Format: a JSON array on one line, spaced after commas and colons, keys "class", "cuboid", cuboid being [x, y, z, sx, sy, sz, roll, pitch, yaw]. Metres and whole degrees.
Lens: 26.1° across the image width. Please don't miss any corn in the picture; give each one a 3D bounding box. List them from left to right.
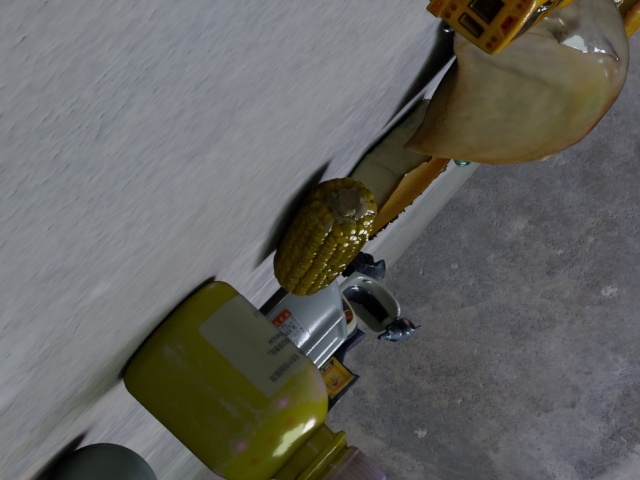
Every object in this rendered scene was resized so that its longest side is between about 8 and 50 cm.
[{"class": "corn", "cuboid": [0.000, 0.000, 1.242, 0.068, 0.068, 0.207, -45, 177, -24]}]

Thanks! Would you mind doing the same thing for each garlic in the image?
[{"class": "garlic", "cuboid": [0.175, -0.155, 1.172, 0.196, 0.151, 0.338, -34, 172, -8]}]

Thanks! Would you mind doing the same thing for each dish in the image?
[{"class": "dish", "cuboid": [-0.042, 0.134, 1.697, 0.212, 0.077, 0.151, -46, 162, -16]}]

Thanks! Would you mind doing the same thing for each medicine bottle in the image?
[{"class": "medicine bottle", "cuboid": [-0.046, 0.143, 1.119, 0.122, 0.212, 0.122, -47, 175, -5]}]

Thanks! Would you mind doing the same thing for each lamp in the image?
[{"class": "lamp", "cuboid": [-0.189, 0.228, 1.201, 0.105, 0.105, 0.105, -47, 175, -5]}]

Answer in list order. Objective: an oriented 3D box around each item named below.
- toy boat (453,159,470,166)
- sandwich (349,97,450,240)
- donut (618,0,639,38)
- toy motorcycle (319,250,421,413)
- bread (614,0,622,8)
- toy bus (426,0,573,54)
[{"class": "toy boat", "cuboid": [0.211, -0.161, 1.630, 0.108, 0.099, 0.293, -48, -177, -15]}, {"class": "sandwich", "cuboid": [0.096, -0.087, 1.418, 0.193, 0.058, 0.162, -39, 170, -46]}, {"class": "donut", "cuboid": [0.430, -0.364, 1.808, 0.303, 0.110, 0.303, -45, 175, -4]}, {"class": "toy motorcycle", "cuboid": [0.033, 0.113, 1.884, 0.263, 0.157, 0.091, -40, 173, -43]}, {"class": "bread", "cuboid": [0.255, -0.234, 1.457, 0.134, 0.085, 0.173, -46, 174, -15]}, {"class": "toy bus", "cuboid": [0.138, -0.185, 0.928, 0.162, 0.074, 0.069, -40, 169, -50]}]
